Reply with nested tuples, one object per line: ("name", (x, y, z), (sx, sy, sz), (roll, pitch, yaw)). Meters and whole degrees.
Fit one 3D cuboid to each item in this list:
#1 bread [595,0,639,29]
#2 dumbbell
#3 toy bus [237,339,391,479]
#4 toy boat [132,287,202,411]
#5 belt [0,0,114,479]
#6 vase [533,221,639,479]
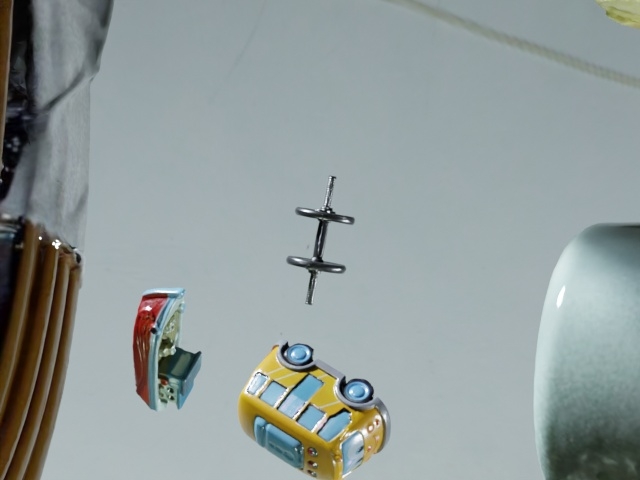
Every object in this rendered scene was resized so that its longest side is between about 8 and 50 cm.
("bread", (0.395, -0.294, 1.006), (0.236, 0.198, 0.263), (10, 103, -16))
("dumbbell", (0.000, 0.000, 1.297), (0.069, 0.069, 0.147), (11, 92, -1))
("toy bus", (-0.016, 0.249, 1.625), (0.209, 0.126, 0.136), (29, 49, 25))
("toy boat", (-0.159, 0.112, 1.219), (0.059, 0.069, 0.173), (15, 130, 11))
("belt", (-0.165, -0.035, 0.394), (0.122, 0.217, 0.338), (-3, 69, 14))
("vase", (0.277, 0.090, 0.625), (0.291, 0.245, 0.245), (0, 85, 28))
